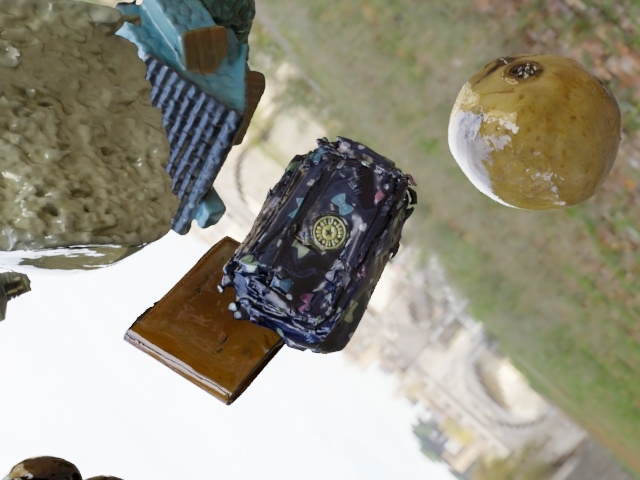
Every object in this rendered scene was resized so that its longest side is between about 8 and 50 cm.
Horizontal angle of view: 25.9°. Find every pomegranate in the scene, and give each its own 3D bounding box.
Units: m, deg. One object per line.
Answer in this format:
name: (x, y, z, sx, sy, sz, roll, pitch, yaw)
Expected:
pomegranate: (0.321, -0.160, 2.080, 0.260, 0.260, 0.260, 42, -179, -1)

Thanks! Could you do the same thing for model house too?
model house: (-0.151, -0.167, 1.782, 0.226, 0.261, 0.241, -14, -121, -36)

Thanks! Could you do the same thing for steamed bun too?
steamed bun: (-0.300, -0.070, 1.393, 0.290, 0.273, 0.272, 15, -134, -38)

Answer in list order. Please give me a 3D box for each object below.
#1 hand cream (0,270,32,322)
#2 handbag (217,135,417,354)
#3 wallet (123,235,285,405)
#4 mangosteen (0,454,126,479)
hand cream: (-0.519, 0.100, 1.694, 0.078, 0.340, 0.124, -136, 30, -63)
handbag: (0.000, 0.000, 1.623, 0.162, 0.260, 0.113, 26, 165, 20)
wallet: (-0.113, 0.095, 1.663, 0.161, 0.195, 0.042, 29, 146, 18)
mangosteen: (-0.281, 0.352, 1.458, 0.233, 0.287, 0.287, 60, 179, -6)
